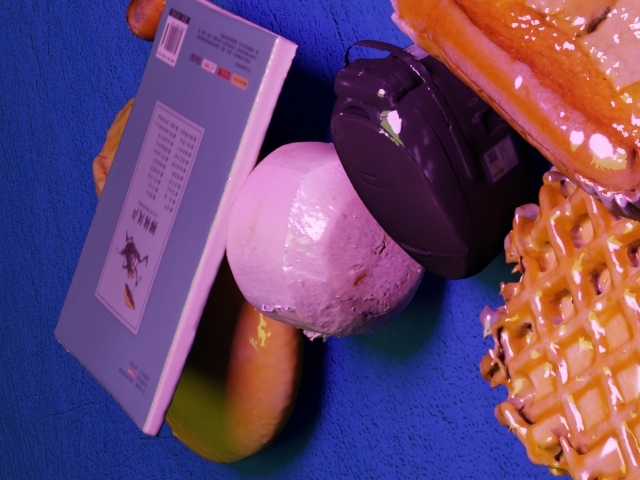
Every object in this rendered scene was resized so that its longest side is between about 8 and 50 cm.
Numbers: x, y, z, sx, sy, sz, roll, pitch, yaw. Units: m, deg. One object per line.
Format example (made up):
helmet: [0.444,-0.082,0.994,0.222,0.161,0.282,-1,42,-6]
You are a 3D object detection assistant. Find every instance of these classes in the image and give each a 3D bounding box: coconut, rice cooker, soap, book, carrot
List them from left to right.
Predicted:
book: [-0.145,-0.036,1.619,0.264,0.031,0.379,37,110,58]
carrot: [-0.147,-0.260,1.776,0.161,0.055,0.055,-39,63,45]
soap: [-0.127,0.011,1.733,0.306,0.115,0.427,-36,65,50]
coconut: [0.000,0.000,1.486,0.183,0.171,0.170,9,103,58]
rice cooker: [0.087,-0.069,1.344,0.142,0.118,0.203,23,142,53]

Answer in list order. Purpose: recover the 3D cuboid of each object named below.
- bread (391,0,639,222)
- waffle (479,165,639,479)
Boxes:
bread: [0.180,-0.128,1.177,0.152,0.119,0.288,-44,48,3]
waffle: [0.210,0.050,1.214,0.280,0.060,0.262,25,102,56]
